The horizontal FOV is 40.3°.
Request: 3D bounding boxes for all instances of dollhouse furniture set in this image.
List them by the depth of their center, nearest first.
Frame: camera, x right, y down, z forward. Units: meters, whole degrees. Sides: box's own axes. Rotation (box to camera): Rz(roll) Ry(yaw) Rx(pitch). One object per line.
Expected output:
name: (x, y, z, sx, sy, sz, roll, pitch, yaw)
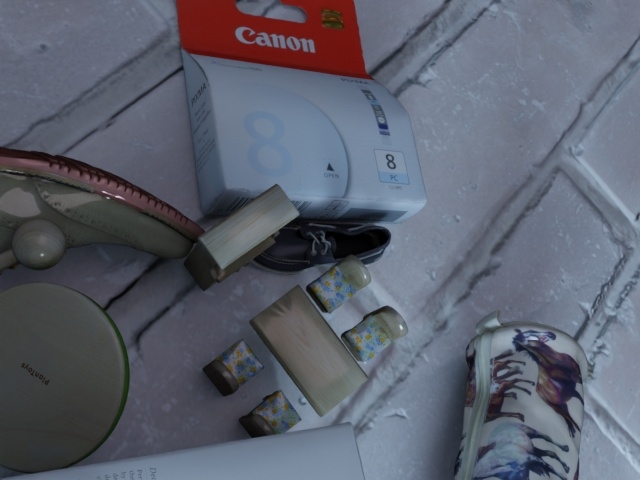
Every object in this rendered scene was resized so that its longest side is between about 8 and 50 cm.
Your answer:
dollhouse furniture set: (-0.037, 0.081, 0.997, 0.212, 0.161, 0.242, -36, 89, -21)

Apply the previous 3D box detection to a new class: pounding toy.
pounding toy: (-0.278, 0.115, 0.893, 0.183, 0.110, 0.237, -33, 78, 6)

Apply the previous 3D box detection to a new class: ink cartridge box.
ink cartridge box: (-0.030, -0.216, 1.210, 0.308, 0.091, 0.385, 1, 69, -30)

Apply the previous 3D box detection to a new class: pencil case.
pencil case: (0.233, 0.300, 1.088, 0.183, 0.160, 0.410, 35, 55, -30)

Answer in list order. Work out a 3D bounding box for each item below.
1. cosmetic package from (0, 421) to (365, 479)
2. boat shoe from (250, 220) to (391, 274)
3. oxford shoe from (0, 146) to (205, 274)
cosmetic package: (-0.147, 0.288, 0.825, 0.365, 0.197, 0.155, -3, 68, -33)
boat shoe: (0.000, 0.000, 1.145, 0.206, 0.065, 0.075, 1, 69, -30)
oxford shoe: (-0.322, -0.029, 0.959, 0.396, 0.140, 0.147, 18, 91, -27)
